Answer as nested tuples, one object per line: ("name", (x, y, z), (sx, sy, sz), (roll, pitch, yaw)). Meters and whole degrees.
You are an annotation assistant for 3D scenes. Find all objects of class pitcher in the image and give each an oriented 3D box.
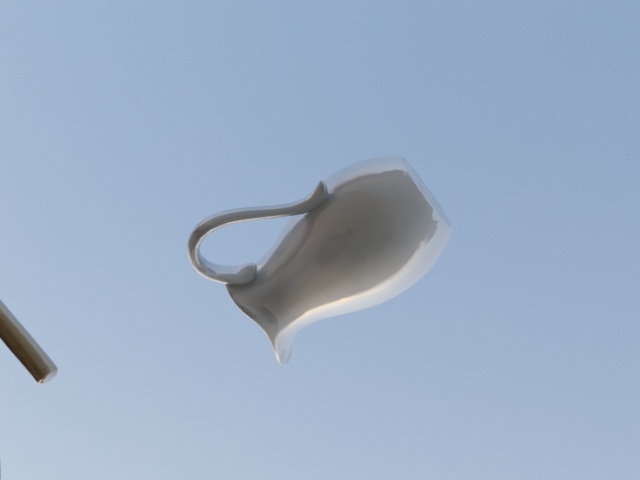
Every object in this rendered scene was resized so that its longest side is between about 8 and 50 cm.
("pitcher", (0.000, 0.000, 0.747), (0.207, 0.178, 0.125), (-35, -139, 11))

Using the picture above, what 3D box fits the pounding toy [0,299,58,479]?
("pounding toy", (-0.248, 0.103, 0.448), (0.154, 0.154, 0.270), (-9, -91, 39))
